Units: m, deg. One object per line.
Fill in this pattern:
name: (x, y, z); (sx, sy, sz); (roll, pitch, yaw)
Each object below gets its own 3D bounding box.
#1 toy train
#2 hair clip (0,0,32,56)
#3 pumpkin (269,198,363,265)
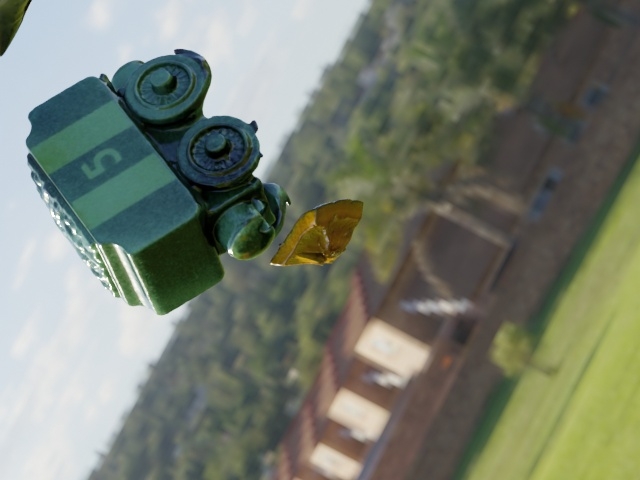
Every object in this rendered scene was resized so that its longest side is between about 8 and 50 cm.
toy train: (-0.178, -0.065, 2.113); (0.238, 0.299, 0.167); (-31, -38, -10)
hair clip: (-0.247, -0.249, 1.456); (0.358, 0.110, 0.095); (-111, 11, -57)
pumpkin: (0.000, -0.001, 2.041); (0.101, 0.073, 0.035); (-56, 46, 36)
